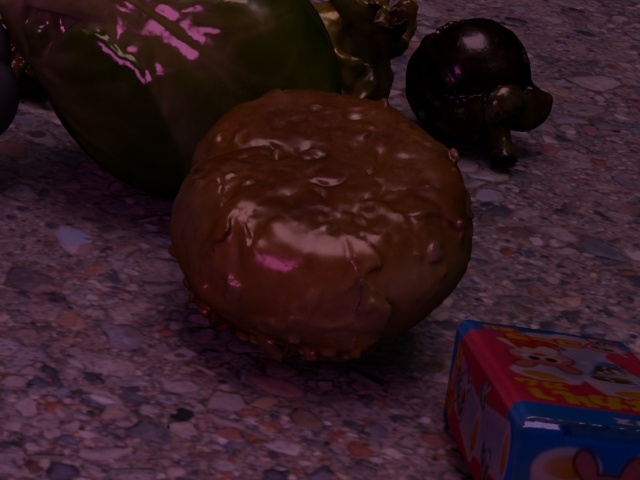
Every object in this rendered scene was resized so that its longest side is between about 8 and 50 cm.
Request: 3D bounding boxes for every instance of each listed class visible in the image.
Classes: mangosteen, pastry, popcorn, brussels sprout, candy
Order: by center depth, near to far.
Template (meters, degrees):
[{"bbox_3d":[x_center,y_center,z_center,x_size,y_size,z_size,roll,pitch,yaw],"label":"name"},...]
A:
[{"bbox_3d":[0.203,0.155,1.524,0.157,0.100,0.306,9,10,-7],"label":"candy"},{"bbox_3d":[0.000,0.000,1.744,0.285,0.184,0.315,3,38,-4],"label":"pastry"},{"bbox_3d":[-0.157,-0.193,1.953,0.355,0.281,0.289,36,12,-17],"label":"brussels sprout"},{"bbox_3d":[0.015,-0.233,2.254,0.168,0.195,0.173,13,28,-15],"label":"popcorn"},{"bbox_3d":[0.195,-0.189,2.304,0.184,0.172,0.172,39,26,-2],"label":"mangosteen"}]

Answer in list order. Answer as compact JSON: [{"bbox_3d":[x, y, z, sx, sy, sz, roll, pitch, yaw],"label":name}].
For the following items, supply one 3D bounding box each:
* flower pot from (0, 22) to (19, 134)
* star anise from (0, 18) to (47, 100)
[{"bbox_3d":[-0.443,-0.159,1.855,0.265,0.265,0.243,20,9,18],"label":"flower pot"},{"bbox_3d":[-0.319,-0.213,2.219,0.234,0.073,0.177,13,33,-14],"label":"star anise"}]
